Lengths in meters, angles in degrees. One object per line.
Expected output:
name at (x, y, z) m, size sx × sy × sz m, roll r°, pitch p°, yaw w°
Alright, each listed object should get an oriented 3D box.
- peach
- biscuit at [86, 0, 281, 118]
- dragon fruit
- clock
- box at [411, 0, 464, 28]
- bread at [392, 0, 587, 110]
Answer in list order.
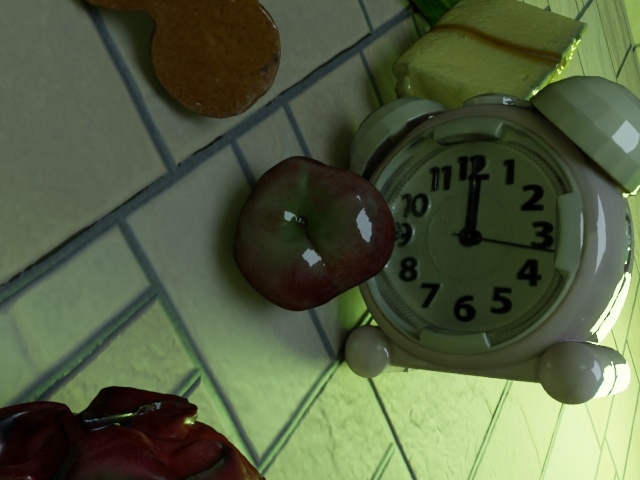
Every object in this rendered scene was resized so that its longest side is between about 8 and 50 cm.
peach at (0.000, 0.000, 0.697) m, size 0.152 × 0.152 × 0.152 m, roll 17°, pitch 68°, yaw -52°
biscuit at (-0.105, -0.253, 0.580) m, size 0.049 × 0.205 × 0.324 m, roll -119°, pitch -166°, yaw -55°
dragon fruit at (-0.121, 0.198, 0.448) m, size 0.293 × 0.233 × 0.234 m, roll 43°, pitch 41°, yaw -83°
clock at (0.184, -0.007, 0.789) m, size 0.184 × 0.342 × 0.326 m, roll 5°, pitch 85°, yaw -60°
box at (0.172, -0.408, 1.062) m, size 0.345 × 0.097 × 0.134 m, roll 37°, pitch 56°, yaw -45°
bread at (0.213, -0.185, 1.018) m, size 0.263 × 0.198 × 0.236 m, roll -47°, pitch 155°, yaw -36°
